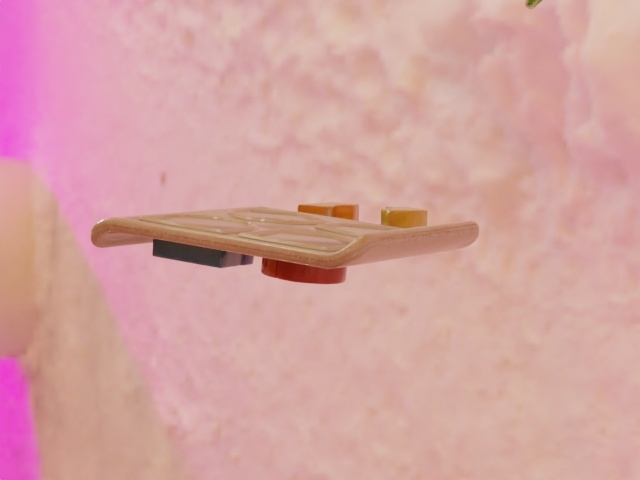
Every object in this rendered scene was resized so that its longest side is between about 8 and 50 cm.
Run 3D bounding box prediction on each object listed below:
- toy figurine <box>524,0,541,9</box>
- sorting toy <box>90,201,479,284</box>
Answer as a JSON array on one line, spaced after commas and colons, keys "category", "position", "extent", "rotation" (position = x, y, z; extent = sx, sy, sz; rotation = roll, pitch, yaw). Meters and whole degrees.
[{"category": "toy figurine", "position": [0.125, -0.247, 0.995], "extent": [0.173, 0.159, 0.130], "rotation": [-44, -3, -37]}, {"category": "sorting toy", "position": [0.000, 0.000, 1.228], "extent": [0.229, 0.307, 0.041], "rotation": [4, 95, 29]}]
